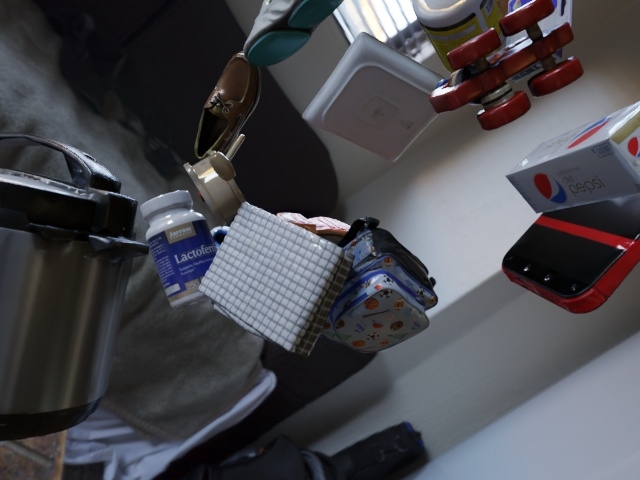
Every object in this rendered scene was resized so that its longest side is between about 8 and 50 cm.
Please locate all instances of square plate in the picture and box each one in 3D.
[{"bbox_3d":[0.171,-0.386,1.601,0.344,0.347,0.049,23,50,-19],"label":"square plate"}]

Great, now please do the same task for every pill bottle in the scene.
[{"bbox_3d":[0.385,-0.551,1.456,0.334,0.188,0.188,35,20,-52],"label":"pill bottle"},{"bbox_3d":[-0.335,0.022,1.351,0.153,0.153,0.264,-2,70,-82],"label":"pill bottle"}]

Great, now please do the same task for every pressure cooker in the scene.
[{"bbox_3d":[-0.473,0.046,0.832,0.370,0.420,0.375,11,-3,-28],"label":"pressure cooker"}]

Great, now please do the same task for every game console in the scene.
[{"bbox_3d":[0.641,-0.001,1.361,0.060,0.342,0.386,42,2,-15],"label":"game console"}]

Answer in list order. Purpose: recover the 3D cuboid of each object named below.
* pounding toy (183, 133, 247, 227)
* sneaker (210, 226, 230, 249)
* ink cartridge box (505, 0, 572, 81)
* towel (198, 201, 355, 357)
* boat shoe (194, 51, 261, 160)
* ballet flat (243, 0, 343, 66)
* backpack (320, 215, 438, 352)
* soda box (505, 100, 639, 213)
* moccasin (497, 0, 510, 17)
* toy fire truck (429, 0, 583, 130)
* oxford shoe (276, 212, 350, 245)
[{"bbox_3d":[-0.205,-0.137,1.254,0.154,0.155,0.269,60,-8,-17],"label":"pounding toy"},{"bbox_3d":[-0.263,0.069,1.952,0.323,0.130,0.236,35,-10,8],"label":"sneaker"},{"bbox_3d":[0.511,-0.500,1.270,0.045,0.206,0.208,9,-8,-20],"label":"ink cartridge box"},{"bbox_3d":[-0.092,0.079,1.145,0.284,0.235,0.121,24,-4,34],"label":"towel"},{"bbox_3d":[-0.247,-0.345,1.460,0.111,0.307,0.104,27,24,10],"label":"boat shoe"},{"bbox_3d":[-0.066,-0.520,1.245,0.139,0.139,0.400,53,-24,-13],"label":"ballet flat"},{"bbox_3d":[0.102,0.129,1.239,0.276,0.263,0.213,42,31,-31],"label":"backpack"},{"bbox_3d":[0.304,-0.088,0.630,0.069,0.074,0.216,50,-8,-3],"label":"soda box"},{"bbox_3d":[0.612,-0.773,1.979,0.139,0.147,0.380,-136,-155,-76],"label":"moccasin"},{"bbox_3d":[0.352,-0.343,1.127,0.169,0.302,0.254,59,-5,-11],"label":"toy fire truck"},{"bbox_3d":[0.000,0.000,1.780,0.364,0.132,0.130,8,16,-33],"label":"oxford shoe"}]
